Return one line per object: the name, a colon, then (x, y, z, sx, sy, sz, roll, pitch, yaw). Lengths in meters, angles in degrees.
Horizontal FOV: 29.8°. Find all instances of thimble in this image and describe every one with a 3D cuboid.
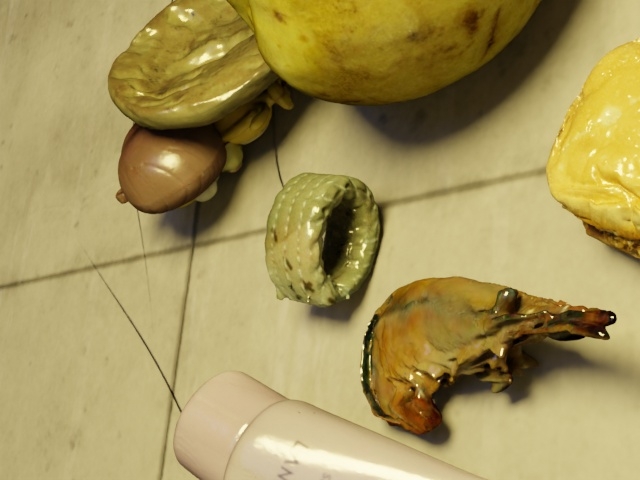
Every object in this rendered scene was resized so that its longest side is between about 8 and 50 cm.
thimble: (0.000, 0.000, 0.980, 0.062, 0.084, 0.110, 5, 74, 45)

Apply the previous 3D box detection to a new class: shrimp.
shrimp: (0.119, 0.085, 0.844, 0.262, 0.066, 0.117, 3, 89, 60)

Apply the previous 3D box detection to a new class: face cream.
face cream: (0.012, 0.196, 0.893, 0.274, 0.096, 0.154, 27, 89, 34)

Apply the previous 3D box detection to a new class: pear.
pear: (0.042, -0.265, 0.913, 0.304, 0.304, 0.304, -20, 59, 38)

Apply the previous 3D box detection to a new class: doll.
doll: (-0.110, -0.085, 1.120, 0.188, 0.096, 0.145, -17, 34, 30)

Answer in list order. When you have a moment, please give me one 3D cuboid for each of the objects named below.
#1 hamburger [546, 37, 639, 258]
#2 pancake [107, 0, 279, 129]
hamburger: (0.225, -0.058, 0.786, 0.138, 0.083, 0.147, 24, 88, 51)
pancake: (-0.084, -0.176, 1.113, 0.242, 0.050, 0.242, -16, 36, 12)
